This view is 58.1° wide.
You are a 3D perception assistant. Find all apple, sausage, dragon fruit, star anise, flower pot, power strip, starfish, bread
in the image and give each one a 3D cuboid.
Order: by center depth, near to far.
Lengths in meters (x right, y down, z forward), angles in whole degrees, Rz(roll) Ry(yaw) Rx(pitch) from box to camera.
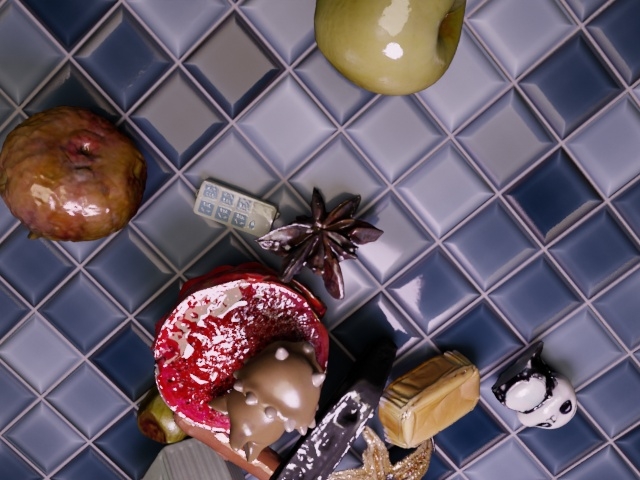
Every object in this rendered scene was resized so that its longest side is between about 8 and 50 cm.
[{"bbox_3d":[0.125,-0.412,1.047,0.254,0.292,0.292,15,106,22],"label":"apple"},{"bbox_3d":[-0.002,-0.004,1.211,0.212,0.129,0.283,27,61,17],"label":"star anise"},{"bbox_3d":[-0.178,0.214,1.254,0.371,0.249,0.386,3,110,-14],"label":"dragon fruit"},{"bbox_3d":[-0.188,-0.070,1.280,0.192,0.035,0.081,21,105,-2],"label":"power strip"},{"bbox_3d":[0.241,0.351,1.289,0.241,0.107,0.136,-22,116,-27],"label":"bread"},{"bbox_3d":[-0.191,0.466,1.306,0.326,0.087,0.079,35,81,-4],"label":"sausage"},{"bbox_3d":[0.152,0.550,1.345,0.303,0.113,0.312,-31,103,-10],"label":"starfish"},{"bbox_3d":[-0.284,0.597,1.347,0.209,0.189,0.239,22,107,-41],"label":"flower pot"}]

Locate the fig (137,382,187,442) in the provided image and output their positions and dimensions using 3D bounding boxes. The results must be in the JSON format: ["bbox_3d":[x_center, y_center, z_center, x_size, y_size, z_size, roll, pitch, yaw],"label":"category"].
[{"bbox_3d":[-0.354,0.395,1.372,0.144,0.154,0.166,18,74,13],"label":"fig"}]

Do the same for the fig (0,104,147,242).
[{"bbox_3d":[-0.552,-0.104,1.220,0.368,0.286,0.286,-29,104,41],"label":"fig"}]

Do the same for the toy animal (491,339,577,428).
[{"bbox_3d":[0.499,0.341,1.305,0.179,0.138,0.166,43,119,-3],"label":"toy animal"}]

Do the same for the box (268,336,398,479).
[{"bbox_3d":[0.034,0.385,1.231,0.091,0.350,0.359,37,103,7],"label":"box"}]

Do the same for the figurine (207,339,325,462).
[{"bbox_3d":[-0.095,0.298,1.074,0.247,0.173,0.177,-36,90,1],"label":"figurine"}]
